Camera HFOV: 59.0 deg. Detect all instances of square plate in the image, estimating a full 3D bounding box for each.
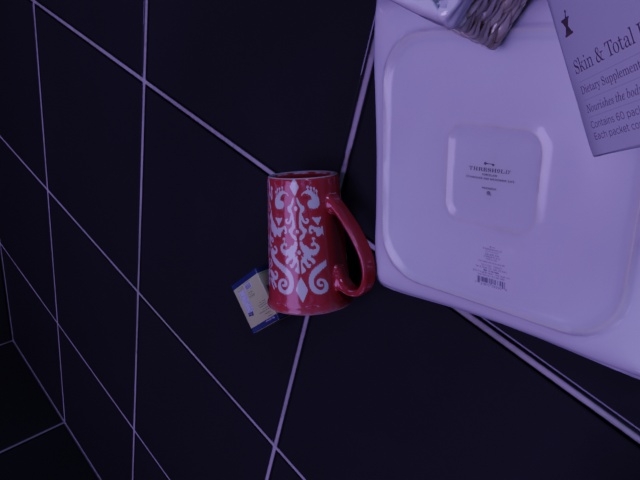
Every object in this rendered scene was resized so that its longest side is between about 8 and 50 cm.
[{"bbox_3d":[0.176,-0.063,0.538,0.347,0.049,0.344,18,117,43],"label":"square plate"}]

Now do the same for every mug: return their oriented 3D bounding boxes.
[{"bbox_3d":[0.000,-0.002,0.728,0.150,0.113,0.170,0,103,13],"label":"mug"}]

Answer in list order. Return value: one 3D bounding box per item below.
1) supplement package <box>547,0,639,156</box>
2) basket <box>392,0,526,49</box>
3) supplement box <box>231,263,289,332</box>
[{"bbox_3d":[0.226,-0.201,0.256,0.199,0.197,0.263,-146,39,-87],"label":"supplement package"},{"bbox_3d":[0.124,-0.250,0.442,0.113,0.103,0.167,44,114,34],"label":"basket"},{"bbox_3d":[-0.081,0.086,0.871,0.083,0.056,0.083,-35,79,48],"label":"supplement box"}]
